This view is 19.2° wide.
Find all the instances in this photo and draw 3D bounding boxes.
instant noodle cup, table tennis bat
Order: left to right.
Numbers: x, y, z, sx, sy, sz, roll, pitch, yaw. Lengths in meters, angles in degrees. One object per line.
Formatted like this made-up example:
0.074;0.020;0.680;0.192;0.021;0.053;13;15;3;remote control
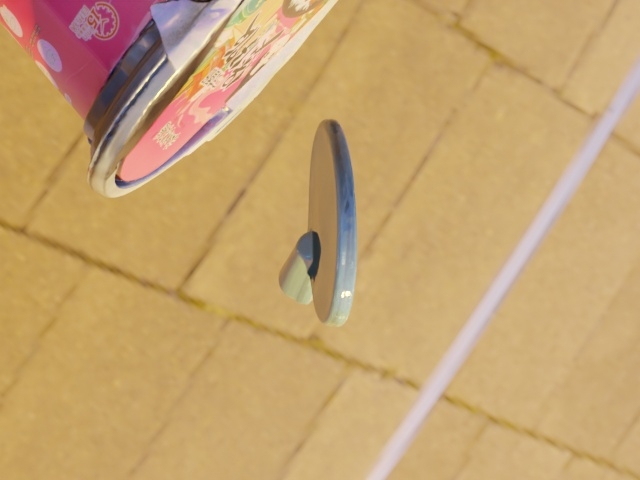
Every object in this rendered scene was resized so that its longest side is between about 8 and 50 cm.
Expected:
-0.101;-0.176;1.120;0.258;0.181;0.302;-44;176;-29;instant noodle cup
0.000;0.000;1.440;0.040;0.153;0.244;-1;163;-8;table tennis bat
